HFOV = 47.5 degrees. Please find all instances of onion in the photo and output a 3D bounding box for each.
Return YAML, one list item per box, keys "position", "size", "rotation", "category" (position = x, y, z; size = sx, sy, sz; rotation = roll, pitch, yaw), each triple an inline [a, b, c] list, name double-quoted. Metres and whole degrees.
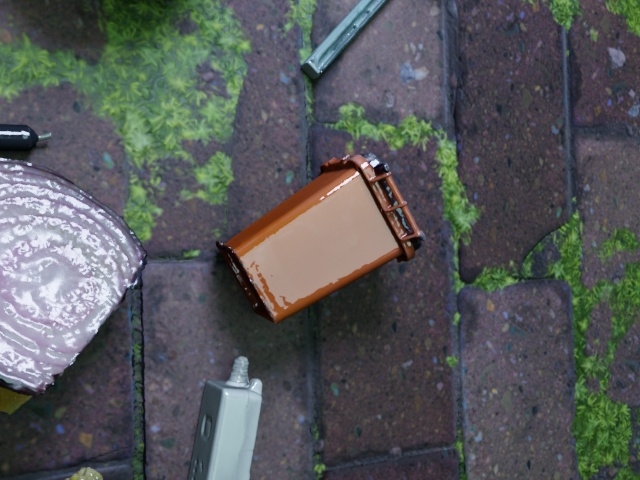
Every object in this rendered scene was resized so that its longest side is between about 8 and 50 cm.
- position: [-0.348, 0.040, 0.817]
  size: [0.247, 0.111, 0.250]
  rotation: [36, 48, -4]
  category: "onion"

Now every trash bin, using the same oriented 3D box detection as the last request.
- position: [0.000, 0.000, 0.959]
  size: [0.238, 0.184, 0.161]
  rotation: [-33, 102, -17]
  category: "trash bin"

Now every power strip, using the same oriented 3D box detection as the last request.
- position: [-0.133, 0.316, 0.925]
  size: [0.058, 0.098, 0.339]
  rotation: [13, 83, -22]
  category: "power strip"

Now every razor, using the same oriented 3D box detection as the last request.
- position: [0.069, -0.343, 1.073]
  size: [0.111, 0.056, 0.278]
  rotation: [45, 78, -16]
  category: "razor"

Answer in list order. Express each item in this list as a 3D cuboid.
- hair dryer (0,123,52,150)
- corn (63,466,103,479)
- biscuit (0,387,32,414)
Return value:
- position: [-0.419, -0.130, 0.826]
  size: [0.219, 0.071, 0.125]
  rotation: [-1, 89, -32]
  category: "hair dryer"
- position: [-0.360, 0.375, 0.825]
  size: [0.288, 0.086, 0.087]
  rotation: [-40, 105, -23]
  category: "corn"
- position: [-0.405, 0.118, 0.824]
  size: [0.052, 0.056, 0.188]
  rotation: [-43, 106, -1]
  category: "biscuit"
